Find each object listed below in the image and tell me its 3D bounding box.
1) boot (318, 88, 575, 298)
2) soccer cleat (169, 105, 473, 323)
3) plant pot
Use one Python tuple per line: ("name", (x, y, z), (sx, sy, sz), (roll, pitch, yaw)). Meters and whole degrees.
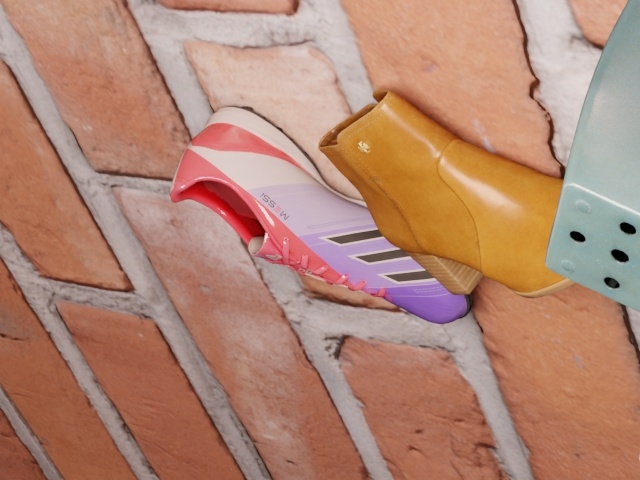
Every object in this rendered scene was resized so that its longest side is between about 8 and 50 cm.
("boot", (0.129, -0.052, 1.621), (0.211, 0.104, 0.295), (47, 150, -18))
("soccer cleat", (0.000, 0.000, 1.791), (0.318, 0.116, 0.108), (36, 148, -1))
("plant pot", (0.267, -0.067, 1.351), (0.166, 0.234, 0.165), (25, 146, 15))
